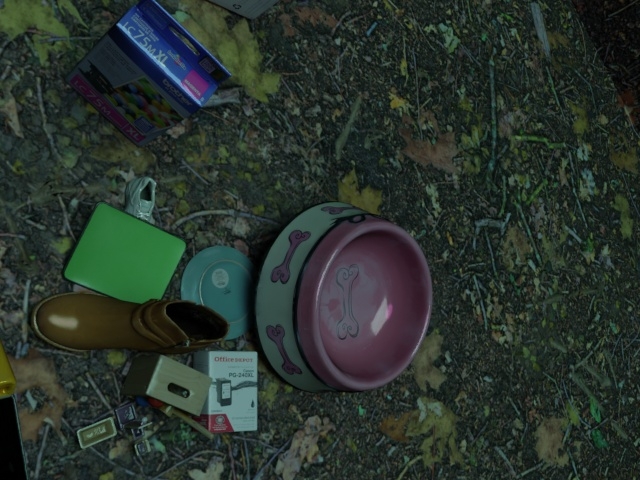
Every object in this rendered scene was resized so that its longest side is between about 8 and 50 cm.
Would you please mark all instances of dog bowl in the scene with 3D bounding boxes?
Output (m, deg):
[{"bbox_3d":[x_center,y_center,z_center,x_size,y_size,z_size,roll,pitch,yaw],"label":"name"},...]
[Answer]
[{"bbox_3d":[0.067,0.125,1.495,0.407,0.150,0.408,-5,97,-41],"label":"dog bowl"}]

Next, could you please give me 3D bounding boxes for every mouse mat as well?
[{"bbox_3d":[-0.346,0.033,1.306,0.189,0.007,0.153,28,84,-32],"label":"mouse mat"}]

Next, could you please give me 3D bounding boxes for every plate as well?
[{"bbox_3d":[-0.187,0.101,1.437,0.188,0.024,0.188,8,77,-36],"label":"plate"}]

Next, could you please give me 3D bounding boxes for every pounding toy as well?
[{"bbox_3d":[-0.258,0.274,1.277,0.141,0.130,0.100,32,63,-29],"label":"pounding toy"}]

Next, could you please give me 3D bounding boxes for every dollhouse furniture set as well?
[{"bbox_3d":[-0.340,0.336,1.230,0.114,0.081,0.091,-16,91,-39],"label":"dollhouse furniture set"}]

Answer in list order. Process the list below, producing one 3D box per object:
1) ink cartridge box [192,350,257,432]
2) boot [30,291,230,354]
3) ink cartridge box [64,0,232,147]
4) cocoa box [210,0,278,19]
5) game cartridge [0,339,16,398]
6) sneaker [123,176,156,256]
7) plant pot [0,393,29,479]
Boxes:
[{"bbox_3d":[-0.180,0.284,1.379,0.109,0.063,0.151,7,77,-37],"label":"ink cartridge box"},{"bbox_3d":[-0.310,0.139,1.206,0.283,0.220,0.109,22,68,-33],"label":"boot"},{"bbox_3d":[-0.302,-0.276,1.242,0.186,0.311,0.065,44,56,-22],"label":"ink cartridge box"},{"bbox_3d":[-0.125,-0.640,1.434,0.231,0.347,0.228,15,71,-35],"label":"cocoa box"},{"bbox_3d":[-0.605,0.104,0.987,0.285,0.053,0.324,-9,55,-39],"label":"game cartridge"},{"bbox_3d":[-0.335,-0.047,1.330,0.053,0.061,0.152,15,73,-37],"label":"sneaker"},{"bbox_3d":[-0.534,0.327,1.026,0.187,0.167,0.188,-9,85,-38],"label":"plant pot"}]
